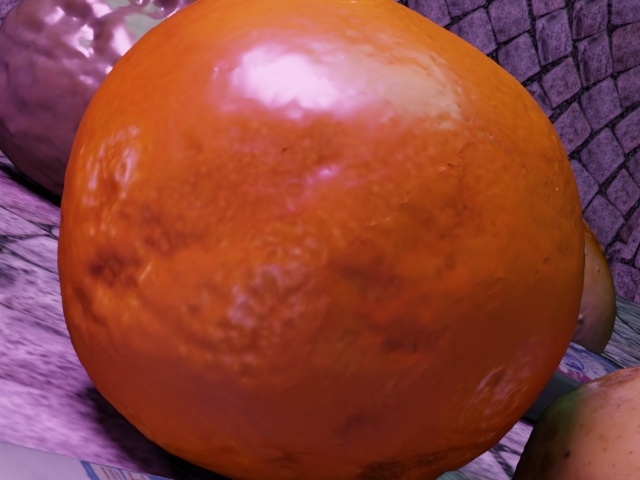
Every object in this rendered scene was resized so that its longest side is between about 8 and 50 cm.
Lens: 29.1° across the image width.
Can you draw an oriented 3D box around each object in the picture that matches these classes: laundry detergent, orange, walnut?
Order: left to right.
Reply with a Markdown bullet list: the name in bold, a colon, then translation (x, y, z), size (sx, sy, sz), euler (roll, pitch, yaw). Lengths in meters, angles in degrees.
- **walnut**: translation (-0.162, -0.130, 1.082), size (0.248, 0.248, 0.248), euler (24, 7, -3)
- **orange**: translation (0.000, 0.000, 0.603), size (0.261, 0.261, 0.261), euler (24, 7, -3)
- **laundry detergent**: translation (0.176, 0.112, 1.061), size (0.211, 0.063, 0.137), euler (19, 18, -25)

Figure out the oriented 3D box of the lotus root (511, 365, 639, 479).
- **lotus root**: translation (0.197, 0.145, 0.538), size (0.160, 0.146, 0.284), euler (9, 15, -25)

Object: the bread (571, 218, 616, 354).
- **bread**: translation (0.175, -0.004, 1.344), size (0.314, 0.171, 0.192), euler (24, -23, 33)

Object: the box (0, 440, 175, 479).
- **box**: translation (-0.029, 0.129, 0.295), size (0.211, 0.045, 0.270), euler (20, 7, -31)
